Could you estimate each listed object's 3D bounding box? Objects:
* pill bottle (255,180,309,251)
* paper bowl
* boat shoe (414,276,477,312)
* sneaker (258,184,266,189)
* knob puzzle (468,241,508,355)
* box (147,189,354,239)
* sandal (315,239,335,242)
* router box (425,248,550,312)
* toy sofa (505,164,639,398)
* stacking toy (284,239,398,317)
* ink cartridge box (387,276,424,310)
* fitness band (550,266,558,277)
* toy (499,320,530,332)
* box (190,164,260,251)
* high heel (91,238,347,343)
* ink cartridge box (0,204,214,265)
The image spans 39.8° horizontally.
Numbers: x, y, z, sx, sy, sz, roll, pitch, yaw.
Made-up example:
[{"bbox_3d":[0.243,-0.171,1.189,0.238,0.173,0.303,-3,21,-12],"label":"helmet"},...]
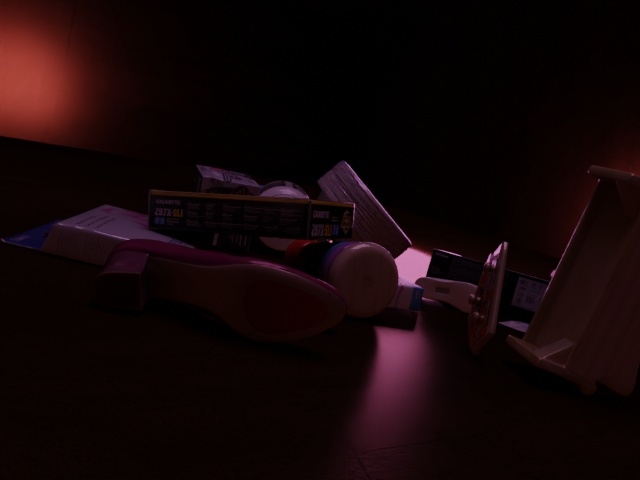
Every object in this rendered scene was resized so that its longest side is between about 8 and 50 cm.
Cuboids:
[{"bbox_3d":[-0.095,-0.060,2.189,0.162,0.162,0.278,13,8,-5],"label":"pill bottle"},{"bbox_3d":[0.093,-0.053,2.257,0.284,0.148,0.284,49,5,-5],"label":"paper bowl"},{"bbox_3d":[0.300,0.121,1.970,0.184,0.066,0.063,7,4,31],"label":"boat shoe"},{"bbox_3d":[-0.187,-0.125,2.645,0.147,0.130,0.330,18,9,15],"label":"sneaker"},{"bbox_3d":[0.281,0.110,1.562,0.030,0.213,0.213,13,7,0],"label":"knob puzzle"},{"bbox_3d":[-0.124,-0.049,1.682,0.322,0.079,0.257,4,1,20],"label":"box"},{"bbox_3d":[0.000,0.000,2.303,0.090,0.060,0.219,12,8,-9],"label":"sandal"},{"bbox_3d":[0.433,0.106,2.107,0.309,0.081,0.243,17,1,24],"label":"router box"},{"bbox_3d":[0.480,0.070,1.483,0.177,0.362,0.150,23,5,-13],"label":"toy sofa"},{"bbox_3d":[0.018,0.050,1.735,0.141,0.141,0.330,10,5,-26],"label":"stacking toy"},{"bbox_3d":[0.135,0.104,1.810,0.122,0.052,0.088,8,10,-31],"label":"ink cartridge box"},{"bbox_3d":[0.690,0.145,2.210,0.209,0.054,0.291,40,0,-15],"label":"fitness band"},{"bbox_3d":[0.516,0.185,1.866,0.237,0.056,0.137,20,8,39],"label":"toy"},{"bbox_3d":[-0.234,-0.082,2.099,0.142,0.163,0.247,10,8,-14],"label":"box"},{"bbox_3d":[-0.144,0.056,1.343,0.377,0.127,0.181,10,18,1],"label":"high heel"},{"bbox_3d":[-0.385,-0.010,1.677,0.330,0.071,0.324,15,8,-2],"label":"ink cartridge box"}]
